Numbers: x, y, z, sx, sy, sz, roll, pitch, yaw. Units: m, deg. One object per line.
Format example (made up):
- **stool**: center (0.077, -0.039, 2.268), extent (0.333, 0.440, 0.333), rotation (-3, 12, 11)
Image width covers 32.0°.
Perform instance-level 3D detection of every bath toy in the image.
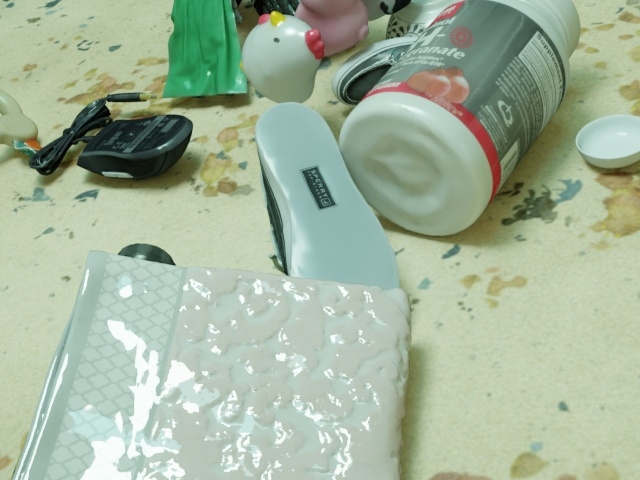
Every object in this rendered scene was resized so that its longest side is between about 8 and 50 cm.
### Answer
- **bath toy**: center (0.029, -0.315, 1.392), extent (0.348, 0.151, 0.129), rotation (-50, 14, -28)

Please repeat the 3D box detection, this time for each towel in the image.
- **towel**: center (-0.084, 0.154, 0.954), extent (0.317, 0.053, 0.332), rotation (8, 49, 0)

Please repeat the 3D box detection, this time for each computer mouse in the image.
- **computer mouse**: center (-0.251, -0.140, 1.512), extent (0.262, 0.060, 0.184), rotation (-2, 38, 33)

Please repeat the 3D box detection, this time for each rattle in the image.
- **rattle**: center (-0.475, -0.134, 1.614), extent (0.199, 0.143, 0.130), rotation (30, 19, 0)

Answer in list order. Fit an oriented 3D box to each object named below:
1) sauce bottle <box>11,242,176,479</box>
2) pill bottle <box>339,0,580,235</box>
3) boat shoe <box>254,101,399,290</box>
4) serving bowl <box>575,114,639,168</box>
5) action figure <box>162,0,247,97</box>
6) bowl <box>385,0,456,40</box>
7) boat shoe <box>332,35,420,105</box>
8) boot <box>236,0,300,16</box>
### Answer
- **sauce bottle**: center (-0.209, 0.135, 1.089), extent (0.111, 0.111, 0.344), rotation (-9, 39, 13)
- **pill bottle**: center (0.172, -0.166, 1.253), extent (0.176, 0.176, 0.318), rotation (11, 46, 34)
- **boat shoe**: center (-0.004, 0.001, 1.176), extent (0.113, 0.105, 0.306), rotation (-17, 60, -15)
- **serving bowl**: center (0.325, -0.104, 1.230), extent (0.083, 0.027, 0.083), rotation (-11, 37, 9)
- **action figure**: center (-0.159, -0.318, 1.562), extent (0.137, 0.232, 0.063), rotation (1, 4, 21)
- **bowl**: center (0.158, -0.304, 1.516), extent (0.170, 0.080, 0.170), rotation (-12, 37, 9)
- **boat shoe**: center (0.130, -0.213, 1.421), extent (0.228, 0.080, 0.076), rotation (-13, 35, -5)
- **boot**: center (-0.086, -0.363, 1.642), extent (0.131, 0.348, 0.260), rotation (-34, 81, -26)
